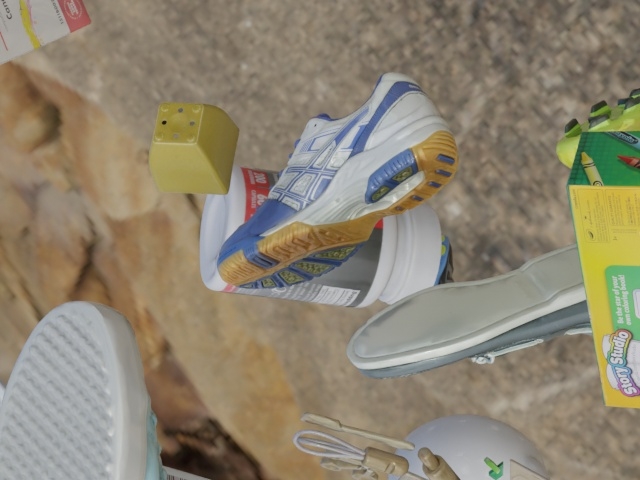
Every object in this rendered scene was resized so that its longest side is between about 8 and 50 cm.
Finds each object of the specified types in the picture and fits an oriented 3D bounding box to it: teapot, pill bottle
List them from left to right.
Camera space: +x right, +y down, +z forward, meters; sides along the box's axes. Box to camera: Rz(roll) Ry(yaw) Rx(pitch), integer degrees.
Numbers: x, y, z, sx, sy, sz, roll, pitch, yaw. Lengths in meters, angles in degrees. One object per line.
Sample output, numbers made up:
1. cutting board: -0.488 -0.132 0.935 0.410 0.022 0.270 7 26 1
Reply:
1. pill bottle: 0.000 0.000 1.708 0.161 0.283 0.161 -173 90 -72
2. teapot: 0.206 0.390 1.929 0.252 0.187 0.256 13 128 0

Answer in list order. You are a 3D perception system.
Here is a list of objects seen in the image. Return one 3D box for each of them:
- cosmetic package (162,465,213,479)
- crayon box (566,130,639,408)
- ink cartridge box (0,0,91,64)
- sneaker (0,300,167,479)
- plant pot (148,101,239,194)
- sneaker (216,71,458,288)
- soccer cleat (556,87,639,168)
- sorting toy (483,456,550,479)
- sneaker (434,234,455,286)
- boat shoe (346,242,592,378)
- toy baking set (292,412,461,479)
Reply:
1. cosmetic package: -0.233 0.370 1.618 0.151 0.152 0.183 24 141 -39
2. crayon box: 0.325 0.034 1.198 0.165 0.081 0.278 1 131 23
3. ink cartridge box: -0.339 -0.241 1.379 0.067 0.198 0.115 -12 108 36
4. sneaker: -0.159 0.228 1.042 0.135 0.150 0.366 1 91 30
5. plant pot: -0.138 -0.102 1.394 0.081 0.082 0.083 3 158 12
6. sneaker: 0.007 -0.059 1.415 0.112 0.296 0.131 28 -145 -55
7. soccer cleat: 0.362 -0.101 1.335 0.093 0.289 0.121 -1 104 61
8. sorting toy: 0.176 0.221 1.173 0.083 0.012 0.062 25 133 40
9. sneaker: 0.172 0.081 1.961 0.067 0.188 0.078 -17 149 27
10. boat shoe: 0.189 0.098 1.445 0.116 0.319 0.099 -111 2 -59
11. toy baking set: 0.072 0.281 1.678 0.196 0.030 0.256 4 153 21
